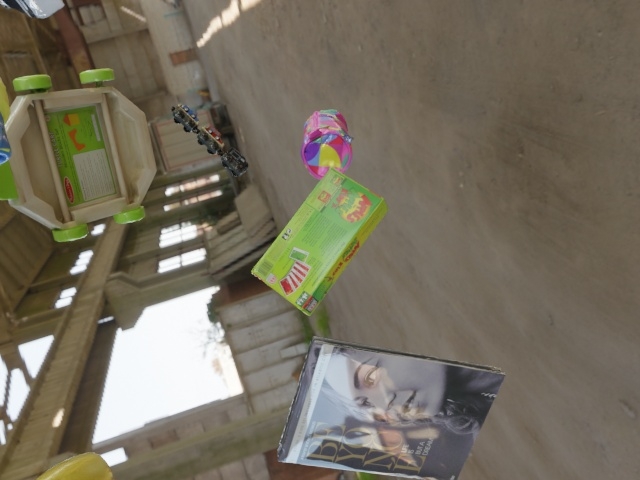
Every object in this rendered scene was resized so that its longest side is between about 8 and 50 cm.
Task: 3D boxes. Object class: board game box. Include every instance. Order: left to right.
[{"bbox_3d":[0.000,0.000,0.816,0.092,0.181,0.043,35,174,23],"label":"board game box"}]

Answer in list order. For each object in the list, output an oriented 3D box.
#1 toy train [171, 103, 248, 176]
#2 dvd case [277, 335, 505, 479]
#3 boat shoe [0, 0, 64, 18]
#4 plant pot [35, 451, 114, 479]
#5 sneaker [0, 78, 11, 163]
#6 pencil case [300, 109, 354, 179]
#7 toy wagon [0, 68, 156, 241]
[{"bbox_3d":[-0.180,-0.167,0.986,0.158,0.036,0.027,42,151,-1],"label":"toy train"},{"bbox_3d":[0.077,0.196,0.676,0.018,0.221,0.164,-103,27,-65],"label":"dvd case"},{"bbox_3d":[-0.293,-0.235,0.384,0.108,0.102,0.301,50,180,20],"label":"boat shoe"},{"bbox_3d":[-0.402,0.408,0.945,0.095,0.134,0.134,17,-133,-55],"label":"plant pot"},{"bbox_3d":[-0.386,-0.092,0.517,0.091,0.240,0.126,-39,73,52],"label":"sneaker"},{"bbox_3d":[0.012,-0.196,1.188,0.236,0.104,0.104,-92,-11,-70],"label":"pencil case"},{"bbox_3d":[-0.429,-0.137,0.997,0.068,0.344,0.267,3,109,38],"label":"toy wagon"}]
